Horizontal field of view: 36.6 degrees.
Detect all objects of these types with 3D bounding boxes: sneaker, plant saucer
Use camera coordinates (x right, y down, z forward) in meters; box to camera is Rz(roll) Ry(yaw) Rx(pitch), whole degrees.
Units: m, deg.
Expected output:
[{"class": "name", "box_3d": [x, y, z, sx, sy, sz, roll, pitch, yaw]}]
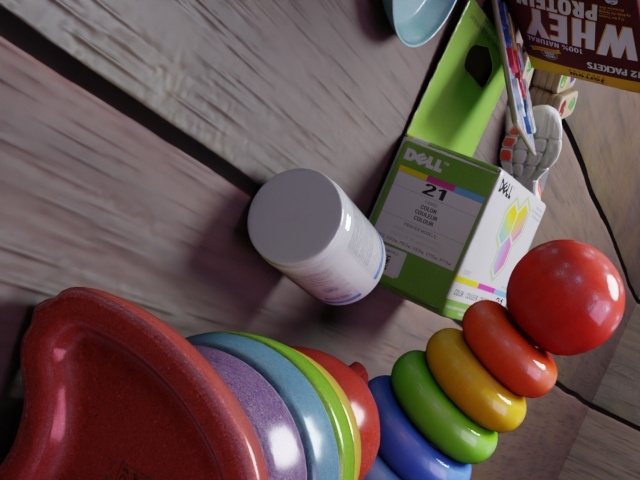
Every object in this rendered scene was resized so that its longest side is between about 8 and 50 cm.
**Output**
[{"class": "sneaker", "box_3d": [0.231, -0.096, 1.072, 0.158, 0.061, 0.065, 98, 16, -48]}, {"class": "plant saucer", "box_3d": [0.075, -0.202, 0.705, 0.119, 0.021, 0.119, -43, 146, -39]}]

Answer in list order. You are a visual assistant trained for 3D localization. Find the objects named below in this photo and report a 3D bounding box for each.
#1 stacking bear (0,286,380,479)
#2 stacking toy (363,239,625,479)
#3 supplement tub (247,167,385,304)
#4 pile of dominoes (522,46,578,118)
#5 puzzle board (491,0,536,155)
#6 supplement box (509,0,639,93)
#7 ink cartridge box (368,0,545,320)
[{"class": "stacking bear", "box_3d": [-0.049, 0.129, 0.606, 0.289, 0.164, 0.175, 5, 107, -68]}, {"class": "stacking toy", "box_3d": [0.108, 0.131, 0.774, 0.330, 0.141, 0.141, -44, 159, 14]}, {"class": "supplement tub", "box_3d": [0.000, 0.000, 0.676, 0.071, 0.071, 0.107, -62, 154, -9]}, {"class": "pile of dominoes", "box_3d": [0.283, -0.257, 1.041, 0.196, 0.040, 0.251, -27, 135, -53]}, {"class": "puzzle board", "box_3d": [0.179, -0.151, 0.883, 0.096, 0.011, 0.128, 29, 53, -64]}, {"class": "supplement box", "box_3d": [0.265, -0.271, 0.863, 0.191, 0.129, 0.194, -60, 147, -13]}, {"class": "ink cartridge box", "box_3d": [0.144, -0.061, 0.873, 0.189, 0.097, 0.255, 17, 97, -65]}]
